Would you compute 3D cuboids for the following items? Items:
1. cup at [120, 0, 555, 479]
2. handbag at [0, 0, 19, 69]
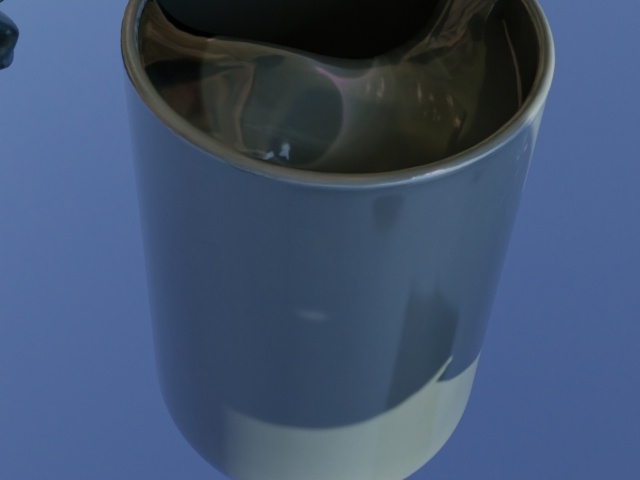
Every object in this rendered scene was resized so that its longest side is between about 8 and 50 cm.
[{"bbox_3d":[0.000,0.000,0.734,0.205,0.312,0.205,2,-133,-2],"label":"cup"},{"bbox_3d":[-0.265,-0.172,0.708,0.179,0.062,0.229,-4,-139,-33],"label":"handbag"}]
